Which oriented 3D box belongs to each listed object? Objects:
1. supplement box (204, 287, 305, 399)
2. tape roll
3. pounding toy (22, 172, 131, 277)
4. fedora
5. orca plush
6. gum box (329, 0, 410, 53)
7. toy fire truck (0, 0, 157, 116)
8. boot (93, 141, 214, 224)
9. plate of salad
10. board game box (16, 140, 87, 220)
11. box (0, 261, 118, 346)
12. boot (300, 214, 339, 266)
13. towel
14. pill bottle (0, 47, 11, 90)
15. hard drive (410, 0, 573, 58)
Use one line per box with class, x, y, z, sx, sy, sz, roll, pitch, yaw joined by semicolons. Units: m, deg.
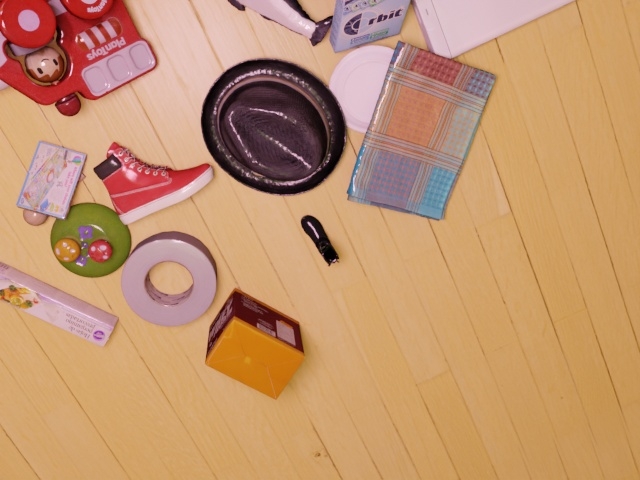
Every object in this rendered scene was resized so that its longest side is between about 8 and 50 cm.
supplement box;-0.157;0.241;1.521;0.191;0.194;0.129;30;102;-14
tape roll;-0.356;0.091;1.516;0.219;0.072;0.219;-2;108;-7
pounding toy;-0.547;-0.008;1.444;0.183;0.110;0.237;-32;108;4
fedora;-0.101;-0.234;1.394;0.334;0.152;0.334;-1;110;-4
orca plush;-0.096;-0.536;1.337;0.287;0.151;0.102;23;72;-10
gum box;0.104;-0.475;1.325;0.157;0.184;0.041;-19;78;-9
toy fire truck;-0.504;-0.392;1.275;0.302;0.169;0.254;-37;124;-21
boot;-0.377;-0.161;1.431;0.244;0.088;0.176;-23;107;5
plate of salad;0.118;-0.342;1.448;0.200;0.048;0.199;0;116;0
board game box;-0.592;-0.132;1.408;0.103;0.026;0.154;17;77;-11
box;-0.643;0.148;1.506;0.324;0.067;0.063;29;103;-15
boot;-0.001;0.000;1.513;0.045;0.099;0.121;-33;108;3
towel;0.230;-0.235;1.462;0.271;0.040;0.370;11;108;-24
pill bottle;-0.783;-0.326;1.291;0.283;0.160;0.160;-22;108;1
hard drive;0.375;-0.571;1.405;0.353;0.047;0.233;-25;109;1
